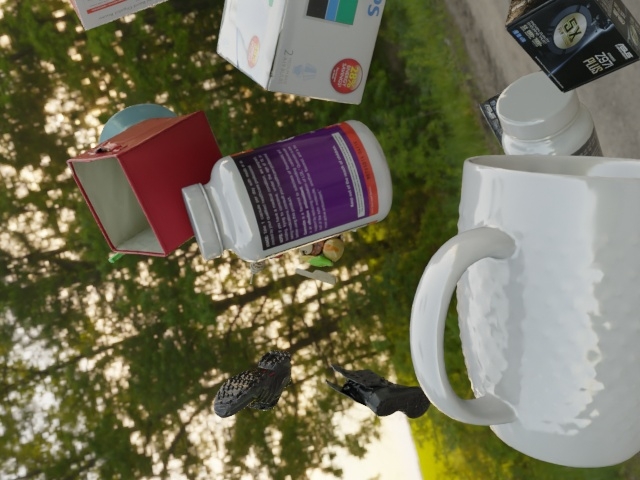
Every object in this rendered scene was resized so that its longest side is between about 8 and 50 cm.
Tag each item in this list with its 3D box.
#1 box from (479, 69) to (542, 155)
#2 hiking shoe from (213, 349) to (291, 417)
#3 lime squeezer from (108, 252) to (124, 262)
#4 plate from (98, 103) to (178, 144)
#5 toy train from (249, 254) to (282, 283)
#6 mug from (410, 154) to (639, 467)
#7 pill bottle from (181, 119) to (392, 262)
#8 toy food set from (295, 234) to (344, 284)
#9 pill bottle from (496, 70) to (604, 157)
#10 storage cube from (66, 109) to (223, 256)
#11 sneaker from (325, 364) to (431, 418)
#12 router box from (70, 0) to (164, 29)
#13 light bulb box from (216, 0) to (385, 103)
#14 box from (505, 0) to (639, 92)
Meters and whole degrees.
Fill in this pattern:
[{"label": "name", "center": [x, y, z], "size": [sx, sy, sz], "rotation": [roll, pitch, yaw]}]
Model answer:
[{"label": "box", "center": [0.609, -0.322, 1.945], "size": [0.270, 0.216, 0.060], "rotation": [62, -166, 1]}, {"label": "hiking shoe", "center": [-0.134, 0.337, 1.493], "size": [0.227, 0.086, 0.114], "rotation": [-31, -62, -42]}, {"label": "lime squeezer", "center": [-0.464, -0.046, 1.940], "size": [0.059, 0.110, 0.310], "rotation": [45, -127, -14]}, {"label": "plate", "center": [-0.392, -0.219, 1.515], "size": [0.024, 0.188, 0.188], "rotation": [58, 172, 35]}, {"label": "toy train", "center": [-0.115, 0.005, 1.929], "size": [0.105, 0.143, 0.248], "rotation": [36, -126, -33]}, {"label": "mug", "center": [0.255, 0.079, 0.773], "size": [0.276, 0.374, 0.328], "rotation": [18, 111, 55]}, {"label": "pill bottle", "center": [-0.056, -0.075, 1.135], "size": [0.181, 0.323, 0.181], "rotation": [162, 90, -77]}, {"label": "toy food set", "center": [0.000, 0.000, 1.626], "size": [0.038, 0.132, 0.192], "rotation": [11, -88, -61]}, {"label": "pill bottle", "center": [0.548, -0.203, 1.604], "size": [0.361, 0.204, 0.204], "rotation": [53, -163, -40]}, {"label": "storage cube", "center": [-0.292, -0.102, 1.222], "size": [0.193, 0.183, 0.215], "rotation": [-40, -61, -37]}, {"label": "sneaker", "center": [0.091, 0.224, 1.027], "size": [0.170, 0.051, 0.089], "rotation": [14, -168, -47]}, {"label": "router box", "center": [-0.291, -0.531, 1.165], "size": [0.082, 0.335, 0.301], "rotation": [61, 165, 11]}, {"label": "light bulb box", "center": [-0.044, -0.521, 1.482], "size": [0.361, 0.225, 0.358], "rotation": [46, 128, 55]}, {"label": "box", "center": [0.427, -0.355, 1.150], "size": [0.180, 0.147, 0.077], "rotation": [38, -125, -26]}]
